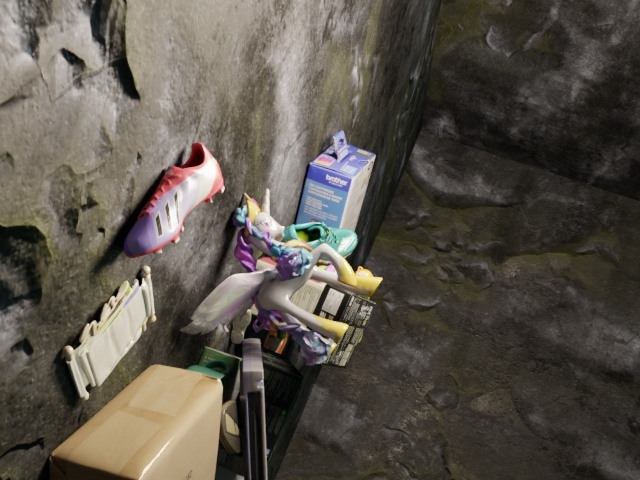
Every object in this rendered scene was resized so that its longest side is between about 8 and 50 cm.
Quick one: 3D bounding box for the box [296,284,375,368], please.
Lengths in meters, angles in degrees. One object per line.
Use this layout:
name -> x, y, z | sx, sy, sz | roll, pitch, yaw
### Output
box -> 0.040, 0.207, 1.640 | 0.147, 0.077, 0.180 | 26, 88, -59

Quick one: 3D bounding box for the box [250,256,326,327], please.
box -> -0.072, 0.152, 1.849 | 0.127, 0.232, 0.149 | -17, 127, -75

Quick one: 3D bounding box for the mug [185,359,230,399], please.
mug -> -0.279, 0.347, 1.554 | 0.157, 0.097, 0.130 | -28, 137, -74

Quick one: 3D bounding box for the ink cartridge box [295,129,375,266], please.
ink cartridge box -> 0.044, -0.135, 2.111 | 0.270, 0.151, 0.396 | -50, 158, -62

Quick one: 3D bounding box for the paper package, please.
paper package -> -0.324, 0.442, 1.246 | 0.325, 0.168, 0.310 | -45, 145, -66

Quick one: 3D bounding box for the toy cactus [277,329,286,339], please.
toy cactus -> -0.115, 0.189, 2.118 | 0.219, 0.112, 0.180 | -65, 149, -13

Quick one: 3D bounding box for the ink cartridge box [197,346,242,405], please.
ink cartridge box -> -0.267, 0.382, 1.685 | 0.154, 0.093, 0.213 | 61, 47, -75

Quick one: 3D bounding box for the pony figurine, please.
pony figurine -> -0.099, 0.110, 1.518 | 0.351, 0.363, 0.303 | -56, 173, 5

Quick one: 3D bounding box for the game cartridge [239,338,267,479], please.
game cartridge -> -0.155, 0.427, 1.570 | 0.230, 0.068, 0.355 | -139, -133, -76

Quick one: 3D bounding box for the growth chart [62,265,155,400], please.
growth chart -> -0.340, 0.149, 1.127 | 0.237, 0.021, 0.172 | -57, 162, -48

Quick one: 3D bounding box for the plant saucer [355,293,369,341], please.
plant saucer -> 0.053, 0.204, 1.779 | 0.188, 0.045, 0.188 | -19, 125, -50

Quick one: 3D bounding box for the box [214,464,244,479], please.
box -> -0.327, 0.795, 1.920 | 0.345, 0.168, 0.215 | 96, 18, -50

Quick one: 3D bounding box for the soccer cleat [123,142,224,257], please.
soccer cleat -> -0.245, -0.065, 1.106 | 0.248, 0.083, 0.095 | -52, 130, -44

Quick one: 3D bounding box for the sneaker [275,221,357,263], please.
sneaker -> 0.000, 0.000, 1.898 | 0.110, 0.275, 0.107 | -36, -118, 47

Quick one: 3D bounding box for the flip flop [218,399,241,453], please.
flip flop -> -0.218, 0.408, 1.504 | 0.277, 0.080, 0.112 | 126, -39, -78

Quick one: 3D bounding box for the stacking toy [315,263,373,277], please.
stacking toy -> 0.012, 0.128, 1.954 | 0.165, 0.301, 0.175 | -6, 86, -62

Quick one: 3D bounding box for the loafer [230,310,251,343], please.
loafer -> -0.212, 0.219, 1.811 | 0.039, 0.045, 0.125 | -83, -168, -56

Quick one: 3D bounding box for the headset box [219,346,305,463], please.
headset box -> -0.176, 0.427, 1.841 | 0.247, 0.131, 0.283 | -66, -165, -4

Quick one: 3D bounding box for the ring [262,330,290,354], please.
ring -> -0.134, 0.321, 2.364 | 0.336, 0.032, 0.337 | 21, 90, -79
